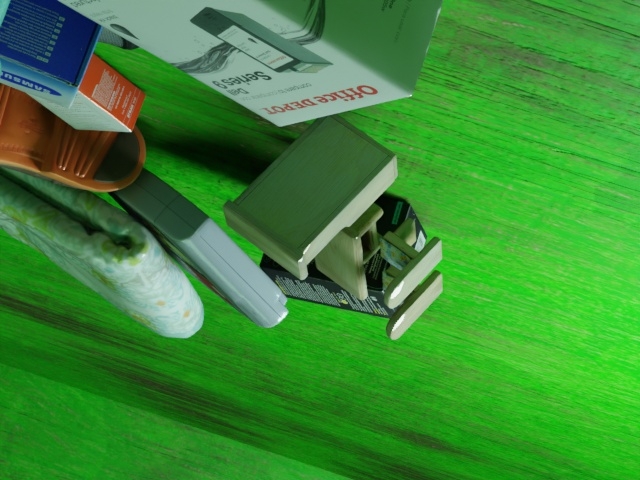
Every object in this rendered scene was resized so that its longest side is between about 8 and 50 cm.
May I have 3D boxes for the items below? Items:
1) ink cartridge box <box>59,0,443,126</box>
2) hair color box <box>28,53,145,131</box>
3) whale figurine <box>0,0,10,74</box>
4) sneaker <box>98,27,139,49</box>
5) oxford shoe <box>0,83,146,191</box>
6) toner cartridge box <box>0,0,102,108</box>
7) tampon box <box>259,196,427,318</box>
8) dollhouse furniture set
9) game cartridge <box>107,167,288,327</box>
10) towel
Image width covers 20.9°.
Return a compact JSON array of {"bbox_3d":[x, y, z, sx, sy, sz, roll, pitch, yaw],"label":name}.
[{"bbox_3d":[-0.069,-0.220,1.472,0.289,0.122,0.211,28,161,-30],"label":"ink cartridge box"},{"bbox_3d":[-0.283,-0.181,1.926,0.093,0.053,0.167,6,160,37],"label":"hair color box"},{"bbox_3d":[-0.291,-0.242,1.424,0.141,0.272,0.216,-7,-169,7],"label":"whale figurine"},{"bbox_3d":[-0.303,-0.208,1.692,0.268,0.153,0.101,22,163,-12],"label":"sneaker"},{"bbox_3d":[-0.392,-0.142,2.042,0.363,0.130,0.132,25,168,-21],"label":"oxford shoe"},{"bbox_3d":[-0.358,-0.262,1.567,0.347,0.165,0.075,22,164,-9],"label":"toner cartridge box"},{"bbox_3d":[0.029,0.012,2.088,0.161,0.120,0.101,12,161,21],"label":"tampon box"},{"bbox_3d":[0.000,0.000,1.901,0.212,0.161,0.242,36,158,23],"label":"dollhouse furniture set"},{"bbox_3d":[-0.164,-0.006,2.130,0.196,0.060,0.294,51,170,-28],"label":"game cartridge"},{"bbox_3d":[-0.339,-0.017,2.266,0.374,0.090,0.320,29,171,18],"label":"towel"}]
